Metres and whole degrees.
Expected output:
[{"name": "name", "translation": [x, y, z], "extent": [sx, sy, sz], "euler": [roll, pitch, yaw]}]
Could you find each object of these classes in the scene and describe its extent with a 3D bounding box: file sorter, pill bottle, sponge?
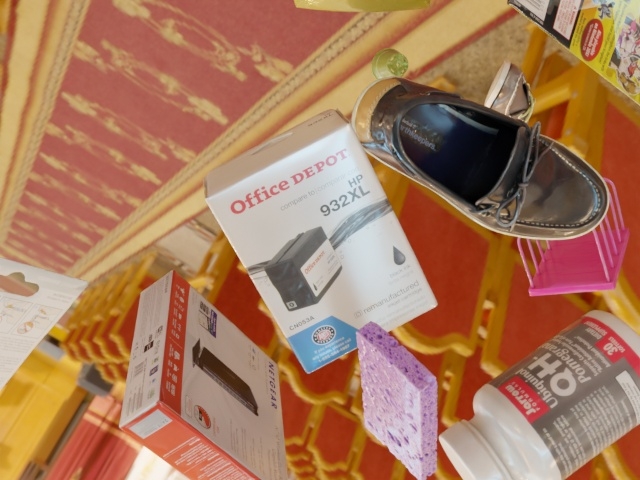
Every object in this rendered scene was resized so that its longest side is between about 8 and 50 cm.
[{"name": "file sorter", "translation": [0.634, -0.018, 1.889], "extent": [0.202, 0.290, 0.182], "euler": [-8, 113, 33]}, {"name": "pill bottle", "translation": [0.344, 0.259, 1.135], "extent": [0.176, 0.319, 0.176], "euler": [55, 172, 12]}, {"name": "sponge", "translation": [0.096, 0.204, 0.938], "extent": [0.117, 0.031, 0.210], "euler": [40, 152, 38]}]

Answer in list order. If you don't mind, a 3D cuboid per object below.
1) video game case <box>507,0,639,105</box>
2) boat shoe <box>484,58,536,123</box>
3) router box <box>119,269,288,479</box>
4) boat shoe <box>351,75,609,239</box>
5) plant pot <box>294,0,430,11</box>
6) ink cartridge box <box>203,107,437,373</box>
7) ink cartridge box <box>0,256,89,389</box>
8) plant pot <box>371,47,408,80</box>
[{"name": "video game case", "translation": [0.286, -0.273, 0.690], "extent": [0.248, 0.035, 0.275], "euler": [52, 160, 31]}, {"name": "boat shoe", "translation": [0.399, -0.286, 1.576], "extent": [0.097, 0.116, 0.324], "euler": [28, 179, 11]}, {"name": "router box", "translation": [-0.185, 0.253, 1.267], "extent": [0.301, 0.082, 0.335], "euler": [47, -164, -29]}, {"name": "boat shoe", "translation": [0.285, -0.117, 1.230], "extent": [0.500, 0.186, 0.156], "euler": [22, -172, -22]}, {"name": "plant pot", "translation": [0.032, -0.423, 0.990], "extent": [0.187, 0.212, 0.212], "euler": [-14, 170, 3]}, {"name": "ink cartridge box", "translation": [0.000, 0.000, 1.092], "extent": [0.307, 0.223, 0.129], "euler": [62, -179, -21]}, {"name": "ink cartridge box", "translation": [-0.377, 0.098, 0.758], "extent": [0.066, 0.232, 0.189], "euler": [38, -176, 28]}, {"name": "plant pot", "translation": [0.166, -0.401, 1.728], "extent": [0.083, 0.083, 0.079], "euler": [33, -177, -14]}]
